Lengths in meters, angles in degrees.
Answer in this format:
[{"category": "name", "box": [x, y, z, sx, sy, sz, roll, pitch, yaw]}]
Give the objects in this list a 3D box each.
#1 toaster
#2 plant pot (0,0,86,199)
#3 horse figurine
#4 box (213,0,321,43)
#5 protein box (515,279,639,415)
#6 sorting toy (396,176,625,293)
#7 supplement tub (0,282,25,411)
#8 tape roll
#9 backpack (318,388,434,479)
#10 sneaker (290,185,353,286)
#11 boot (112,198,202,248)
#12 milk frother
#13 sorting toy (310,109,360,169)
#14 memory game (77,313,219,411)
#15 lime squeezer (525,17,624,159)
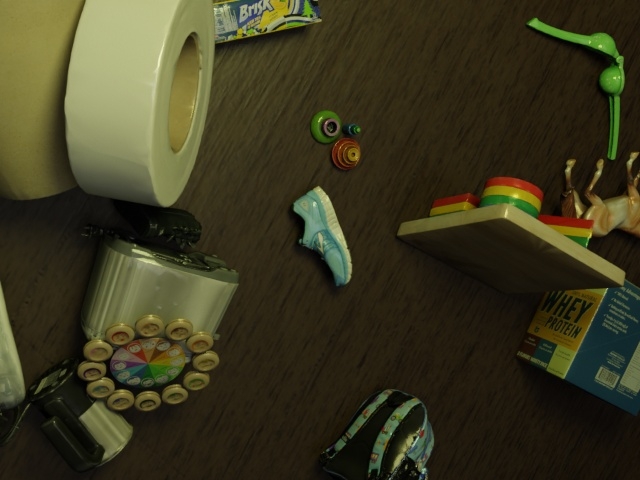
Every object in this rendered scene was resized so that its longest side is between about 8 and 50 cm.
[{"category": "toaster", "box": [-0.232, 0.077, 1.103, 0.227, 0.129, 0.146, 17, 94, -28]}, {"category": "plant pot", "box": [-0.364, -0.196, 0.951, 0.257, 0.256, 0.274, -19, 121, -20]}, {"category": "horse figurine", "box": [0.521, -0.069, 1.447, 0.263, 0.066, 0.174, -11, 108, -24]}, {"category": "box", "box": [-0.088, -0.319, 1.136, 0.169, 0.059, 0.054, -17, 107, -21]}, {"category": "protein box", "box": [0.501, 0.172, 1.444, 0.200, 0.136, 0.201, 27, 87, -25]}, {"category": "sorting toy", "box": [0.302, -0.008, 1.268, 0.257, 0.255, 0.089, 27, 72, -26]}, {"category": "supplement tub", "box": [-0.536, 0.141, 0.934, 0.338, 0.207, 0.207, -14, 105, -21]}, {"category": "tape roll", "box": [-0.210, -0.186, 0.978, 0.100, 0.286, 0.286, 10, 96, 2]}, {"category": "backpack", "box": [0.108, 0.334, 1.293, 0.173, 0.158, 0.117, -53, 124, -20]}, {"category": "sneaker", "box": [0.000, 0.000, 1.242, 0.073, 0.063, 0.162, -21, 104, -1]}, {"category": "boot", "box": [-0.226, -0.039, 1.121, 0.099, 0.121, 0.045, 7, 125, -52]}, {"category": "milk frother", "box": [-0.362, 0.258, 1.105, 0.143, 0.129, 0.134, -21, 113, 26]}, {"category": "sorting toy", "box": [0.033, -0.157, 1.229, 0.061, 0.042, 0.102, -43, 113, -12]}, {"category": "memory game", "box": [-0.227, 0.167, 1.066, 0.186, 0.012, 0.186, -8, 131, -10]}, {"category": "lime squeezer", "box": [0.484, -0.287, 1.402, 0.110, 0.059, 0.310, -45, 114, -11]}]
